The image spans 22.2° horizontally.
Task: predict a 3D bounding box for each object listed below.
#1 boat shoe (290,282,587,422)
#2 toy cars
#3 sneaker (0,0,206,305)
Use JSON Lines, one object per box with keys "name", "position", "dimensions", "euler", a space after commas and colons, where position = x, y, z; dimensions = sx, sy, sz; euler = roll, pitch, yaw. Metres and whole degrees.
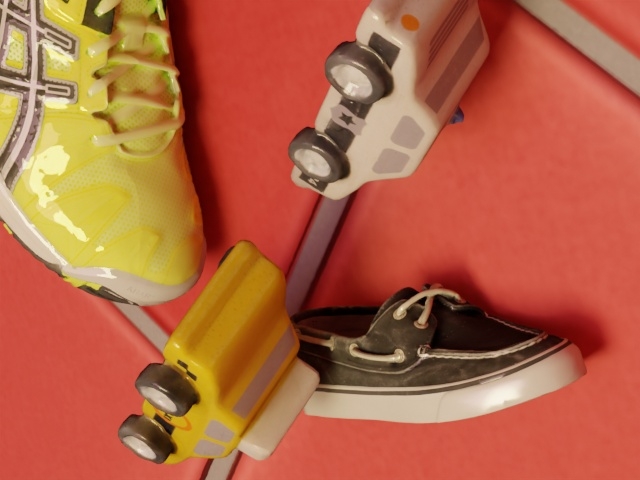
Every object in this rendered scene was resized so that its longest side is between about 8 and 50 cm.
{"name": "boat shoe", "position": [0.057, 0.064, 0.961], "dimensions": [0.219, 0.078, 0.070], "euler": [-8, 100, 47]}
{"name": "toy cars", "position": [0.000, 0.000, 0.922], "dimensions": [0.087, 0.176, 0.394], "euler": [33, 112, 2]}
{"name": "sneaker", "position": [-0.158, -0.142, 1.047], "dimensions": [0.147, 0.145, 0.385], "euler": [-18, 94, 46]}
